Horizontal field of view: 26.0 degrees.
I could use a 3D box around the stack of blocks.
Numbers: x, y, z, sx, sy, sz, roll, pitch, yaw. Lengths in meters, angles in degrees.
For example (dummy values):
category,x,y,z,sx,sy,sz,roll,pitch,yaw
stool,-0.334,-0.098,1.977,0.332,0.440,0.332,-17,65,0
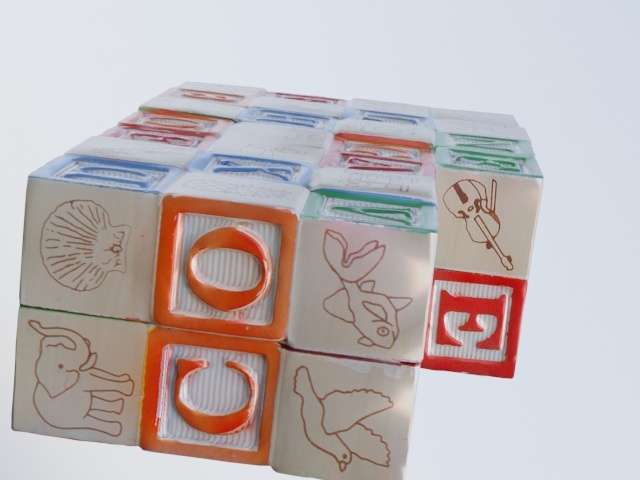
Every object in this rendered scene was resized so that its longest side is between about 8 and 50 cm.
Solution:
category,x,y,z,sx,sy,sz,roll,pitch,yaw
stack of blocks,0.000,0.000,0.568,0.297,0.171,0.087,-69,166,-77
